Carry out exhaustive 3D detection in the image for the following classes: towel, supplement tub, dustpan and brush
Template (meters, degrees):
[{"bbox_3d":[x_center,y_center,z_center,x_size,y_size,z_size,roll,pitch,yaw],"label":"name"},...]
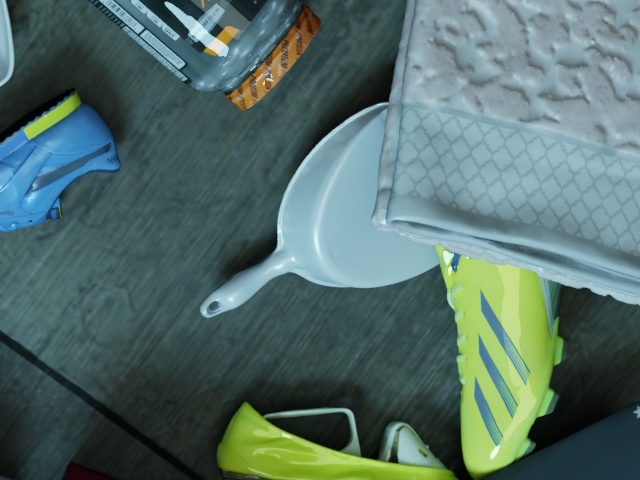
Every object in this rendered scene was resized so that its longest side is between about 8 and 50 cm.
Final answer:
[{"bbox_3d":[0.218,-0.116,1.447,0.332,0.053,0.317,15,73,-12],"label":"towel"},{"bbox_3d":[-0.099,-0.191,1.407,0.190,0.117,0.117,40,92,-13],"label":"supplement tub"},{"bbox_3d":[0.000,0.000,1.481,0.211,0.060,0.147,-38,119,-16],"label":"dustpan and brush"}]

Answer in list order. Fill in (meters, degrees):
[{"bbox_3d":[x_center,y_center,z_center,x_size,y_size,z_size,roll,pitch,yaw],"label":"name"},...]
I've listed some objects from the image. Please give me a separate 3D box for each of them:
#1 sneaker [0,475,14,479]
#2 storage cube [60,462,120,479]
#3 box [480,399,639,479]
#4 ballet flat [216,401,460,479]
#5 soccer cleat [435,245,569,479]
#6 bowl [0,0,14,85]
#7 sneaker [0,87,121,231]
[{"bbox_3d":[-0.319,0.240,1.464,0.229,0.132,0.086,-32,63,27],"label":"sneaker"},{"bbox_3d":[-0.144,0.302,1.438,0.193,0.215,0.183,22,96,-5],"label":"storage cube"},{"bbox_3d":[0.178,0.265,1.494,0.261,0.103,0.184,-26,131,-3],"label":"box"},{"bbox_3d":[0.033,0.176,1.513,0.231,0.077,0.077,12,81,-8],"label":"ballet flat"},{"bbox_3d":[0.139,0.046,1.497,0.121,0.093,0.289,12,94,-8],"label":"soccer cleat"},{"bbox_3d":[-0.304,-0.169,1.412,0.142,0.053,0.142,-13,101,-6],"label":"bowl"},{"bbox_3d":[-0.248,-0.028,1.436,0.209,0.069,0.082,-33,106,-2],"label":"sneaker"}]
